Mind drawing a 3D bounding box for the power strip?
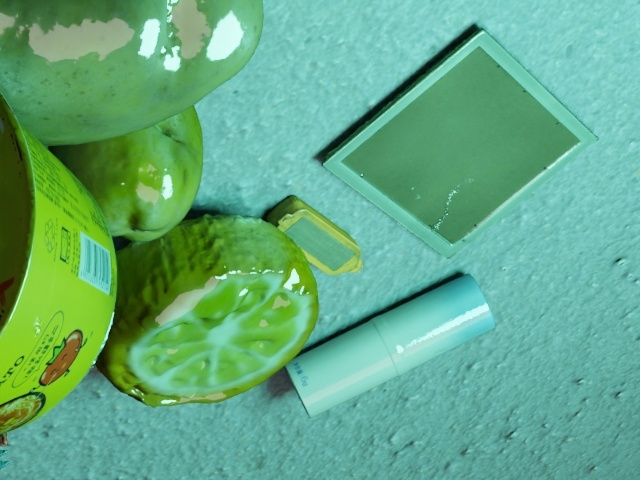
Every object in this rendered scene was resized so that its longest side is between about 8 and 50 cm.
[{"bbox_3d":[0.000,0.000,2.214,0.049,0.028,0.178,-39,142,12],"label":"power strip"}]

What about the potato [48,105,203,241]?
[{"bbox_3d":[-0.180,-0.100,1.845,0.155,0.200,0.137,9,155,-27],"label":"potato"}]

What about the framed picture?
[{"bbox_3d":[0.158,-0.104,2.209,0.231,0.018,0.293,-39,142,12],"label":"framed picture"}]

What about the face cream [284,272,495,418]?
[{"bbox_3d":[0.083,0.126,2.377,0.250,0.077,0.077,-26,143,-3],"label":"face cream"}]

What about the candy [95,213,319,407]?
[{"bbox_3d":[-0.126,0.079,2.140,0.260,0.118,0.260,-13,146,-9],"label":"candy"}]

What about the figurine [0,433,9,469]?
[{"bbox_3d":[-0.413,0.231,2.181,0.140,0.068,0.075,-10,143,-15],"label":"figurine"}]

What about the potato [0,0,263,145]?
[{"bbox_3d":[-0.218,-0.199,1.670,0.326,0.221,0.243,-15,145,-15],"label":"potato"}]

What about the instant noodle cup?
[{"bbox_3d":[-0.316,0.017,1.536,0.325,0.325,0.254,-36,161,8],"label":"instant noodle cup"}]
